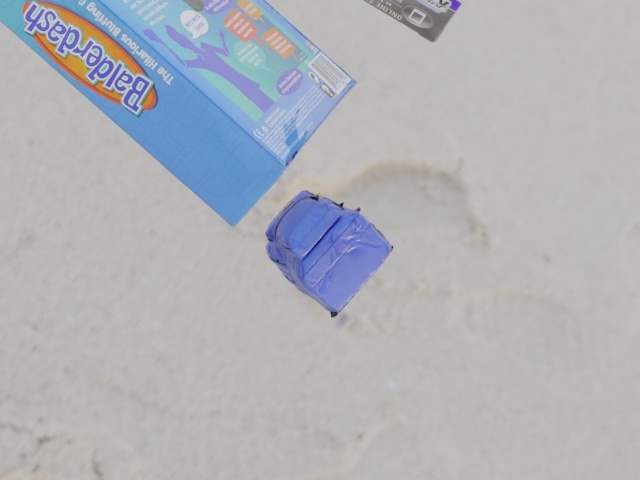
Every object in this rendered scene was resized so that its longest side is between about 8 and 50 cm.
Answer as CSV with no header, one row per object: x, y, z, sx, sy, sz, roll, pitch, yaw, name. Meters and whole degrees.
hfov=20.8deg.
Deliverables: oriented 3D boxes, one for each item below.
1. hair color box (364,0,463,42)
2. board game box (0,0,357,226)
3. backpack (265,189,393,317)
0.125,-0.395,1.796,0.185,0.110,0.339,30,69,-4,hair color box
-0.088,-0.116,0.904,0.210,0.047,0.160,42,25,-3,board game box
0.000,0.000,1.716,0.098,0.120,0.101,-43,111,-6,backpack
